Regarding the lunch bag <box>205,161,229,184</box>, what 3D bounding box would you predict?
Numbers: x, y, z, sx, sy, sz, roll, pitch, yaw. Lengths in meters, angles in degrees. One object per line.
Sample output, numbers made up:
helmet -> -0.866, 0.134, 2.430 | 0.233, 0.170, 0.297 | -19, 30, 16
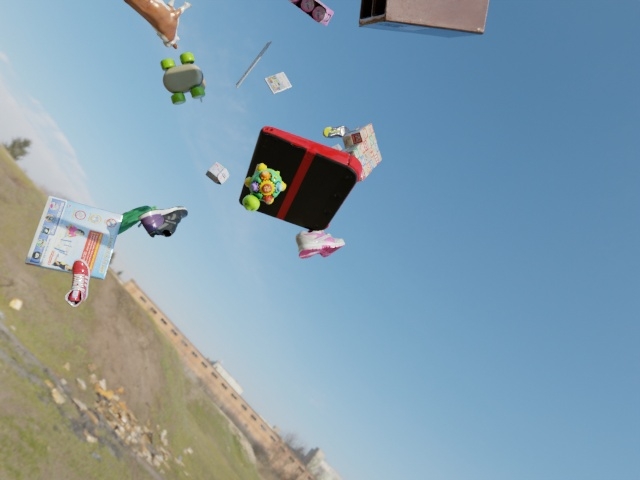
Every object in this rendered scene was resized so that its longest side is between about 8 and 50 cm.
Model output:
lunch bag -> -0.447, -0.292, 1.799 | 0.083, 0.071, 0.053 | 42, -39, -10

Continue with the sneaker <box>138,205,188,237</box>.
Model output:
sneaker -> -0.697, -0.075, 1.865 | 0.107, 0.283, 0.124 | -24, -89, 22

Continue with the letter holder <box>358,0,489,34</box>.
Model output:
letter holder -> 0.274, -0.659, 1.058 | 0.152, 0.301, 0.215 | -134, -136, -60

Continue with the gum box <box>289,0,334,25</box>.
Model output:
gum box -> -0.041, -0.941, 1.644 | 0.188, 0.107, 0.062 | 37, -61, 1

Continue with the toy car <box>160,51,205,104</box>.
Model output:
toy car -> -0.502, -0.599, 1.573 | 0.188, 0.148, 0.155 | -78, 152, -84

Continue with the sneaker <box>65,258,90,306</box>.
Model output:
sneaker -> -0.618, 0.111, 1.044 | 0.067, 0.042, 0.119 | -129, -137, -70

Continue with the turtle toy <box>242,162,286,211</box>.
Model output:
turtle toy -> -0.152, -0.131, 1.070 | 0.095, 0.130, 0.066 | 41, 7, -23

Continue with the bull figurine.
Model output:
bull figurine -> -0.629, -0.908, 1.615 | 0.101, 0.189, 0.310 | 37, 4, 23

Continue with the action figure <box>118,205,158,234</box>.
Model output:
action figure -> -0.922, -0.113, 2.051 | 0.137, 0.232, 0.064 | 57, -11, 30

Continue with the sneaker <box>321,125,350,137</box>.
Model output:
sneaker -> 0.071, -0.499, 1.897 | 0.059, 0.144, 0.053 | 3, -84, 64

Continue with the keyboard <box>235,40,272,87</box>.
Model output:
keyboard -> -0.301, -0.789, 1.844 | 0.014, 0.256, 0.072 | 35, 15, -29

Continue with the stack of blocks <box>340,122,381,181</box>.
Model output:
stack of blocks -> 0.159, -0.369, 1.728 | 0.087, 0.297, 0.171 | -9, -67, 28

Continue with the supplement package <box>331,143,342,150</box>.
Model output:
supplement package -> 0.046, -0.397, 2.129 | 0.105, 0.179, 0.105 | 61, -2, 35

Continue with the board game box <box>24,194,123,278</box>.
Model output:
board game box -> -1.078, -0.006, 1.820 | 0.301, 0.309, 0.086 | 17, -18, -25

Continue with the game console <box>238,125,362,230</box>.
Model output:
game console -> -0.075, -0.186, 1.368 | 0.341, 0.060, 0.387 | 20, -37, -10

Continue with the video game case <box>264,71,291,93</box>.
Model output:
video game case -> -0.217, -0.809, 2.107 | 0.087, 0.122, 0.011 | 59, -30, -4

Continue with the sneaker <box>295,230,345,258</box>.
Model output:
sneaker -> 0.000, 0.000, 1.646 | 0.103, 0.252, 0.111 | -36, -113, 35
